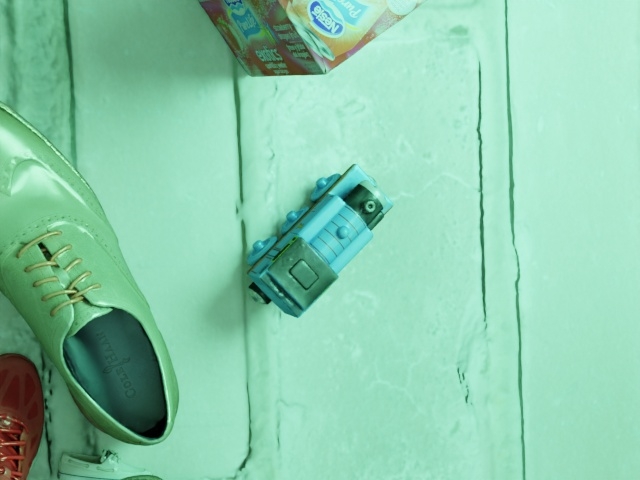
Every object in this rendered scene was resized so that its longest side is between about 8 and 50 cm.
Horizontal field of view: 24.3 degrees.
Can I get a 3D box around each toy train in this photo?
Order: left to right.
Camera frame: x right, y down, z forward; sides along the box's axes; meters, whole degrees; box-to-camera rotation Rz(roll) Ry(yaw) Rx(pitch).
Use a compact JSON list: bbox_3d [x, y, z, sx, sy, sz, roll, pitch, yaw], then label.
[{"bbox_3d":[0.000,0.000,1.565,0.184,0.105,0.080,-45,106,-9],"label":"toy train"}]

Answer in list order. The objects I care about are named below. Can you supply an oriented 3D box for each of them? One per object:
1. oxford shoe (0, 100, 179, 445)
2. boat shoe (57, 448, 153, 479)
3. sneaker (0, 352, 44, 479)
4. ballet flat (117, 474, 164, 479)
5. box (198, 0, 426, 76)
[{"bbox_3d":[-0.248,0.029,1.464,0.140,0.146,0.397,-36,104,-11],"label":"oxford shoe"},{"bbox_3d":[-0.223,0.235,1.551,0.100,0.035,0.035,7,95,-12],"label":"boat shoe"},{"bbox_3d":[-0.305,0.220,1.460,0.087,0.128,0.221,10,81,-23],"label":"sneaker"},{"bbox_3d":[-0.252,0.322,1.493,0.250,0.058,0.084,-30,103,-14],"label":"ballet flat"},{"bbox_3d":[-0.019,-0.244,1.458,0.128,0.257,0.122,-38,106,-11],"label":"box"}]
